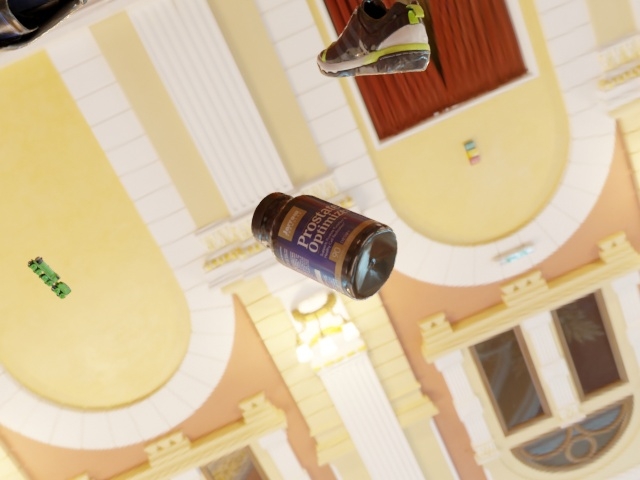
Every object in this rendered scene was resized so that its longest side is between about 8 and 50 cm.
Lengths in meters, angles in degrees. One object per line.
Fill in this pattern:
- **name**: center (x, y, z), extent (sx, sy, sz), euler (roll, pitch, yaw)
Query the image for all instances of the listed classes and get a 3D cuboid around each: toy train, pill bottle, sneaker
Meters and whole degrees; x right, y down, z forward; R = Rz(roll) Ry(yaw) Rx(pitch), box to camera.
- **toy train**: center (-0.405, 0.056, 1.017), extent (0.017, 0.083, 0.024), euler (19, -122, 45)
- **pill bottle**: center (0.000, 0.000, 1.052), extent (0.219, 0.123, 0.122), euler (23, -133, 35)
- **sneaker**: center (0.070, -0.267, 0.888), extent (0.084, 0.097, 0.234), euler (-12, -165, -27)
- **sneaker**: center (-0.309, -0.196, 0.587), extent (0.232, 0.081, 0.090), euler (-28, -126, 1)
